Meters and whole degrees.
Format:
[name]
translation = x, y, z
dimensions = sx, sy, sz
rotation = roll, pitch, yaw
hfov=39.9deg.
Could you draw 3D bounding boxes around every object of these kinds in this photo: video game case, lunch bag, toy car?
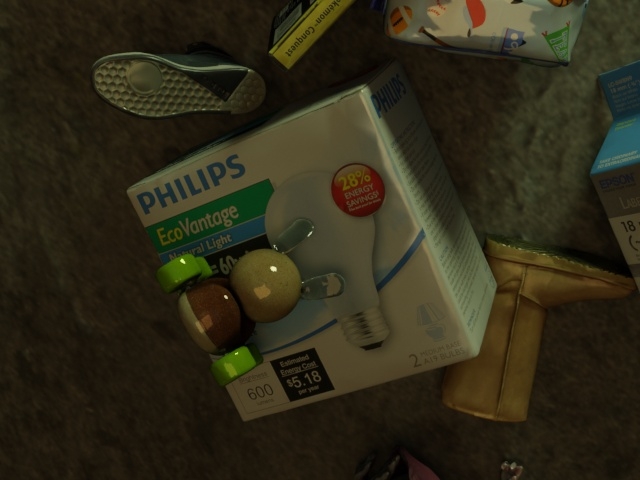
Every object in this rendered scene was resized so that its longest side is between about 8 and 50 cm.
[video game case]
translation = 0.031, -0.334, 1.095
dimensions = 0.035, 0.275, 0.248
rotation = 41, 106, -16
[lunch bag]
translation = 0.187, -0.294, 1.074
dimensions = 0.243, 0.303, 0.115
rotation = 10, 110, 4
[toy car]
translation = -0.073, 0.059, 1.060
dimensions = 0.188, 0.149, 0.155
rotation = -31, 86, 0

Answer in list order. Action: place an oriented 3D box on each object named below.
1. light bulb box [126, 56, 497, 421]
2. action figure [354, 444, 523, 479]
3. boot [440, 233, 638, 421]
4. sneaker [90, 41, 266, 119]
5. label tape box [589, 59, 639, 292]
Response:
[light bulb box]
translation = 0.000, 0.000, 1.193
dimensions = 0.357, 0.225, 0.361
rotation = -20, 103, 22
[action figure]
translation = 0.210, 0.473, 1.320
dimensions = 0.370, 0.248, 0.276
rotation = 38, 107, -2
[boot]
translation = 0.319, 0.142, 1.300
dimensions = 0.236, 0.089, 0.270
rotation = 14, 106, 16
[sneaker]
translation = -0.204, -0.222, 1.201
dimensions = 0.226, 0.163, 0.086
rotation = 2, 112, -22
[label tape box]
translation = 0.482, -0.076, 1.125
dimensions = 0.240, 0.106, 0.334
rotation = -15, 102, 55
